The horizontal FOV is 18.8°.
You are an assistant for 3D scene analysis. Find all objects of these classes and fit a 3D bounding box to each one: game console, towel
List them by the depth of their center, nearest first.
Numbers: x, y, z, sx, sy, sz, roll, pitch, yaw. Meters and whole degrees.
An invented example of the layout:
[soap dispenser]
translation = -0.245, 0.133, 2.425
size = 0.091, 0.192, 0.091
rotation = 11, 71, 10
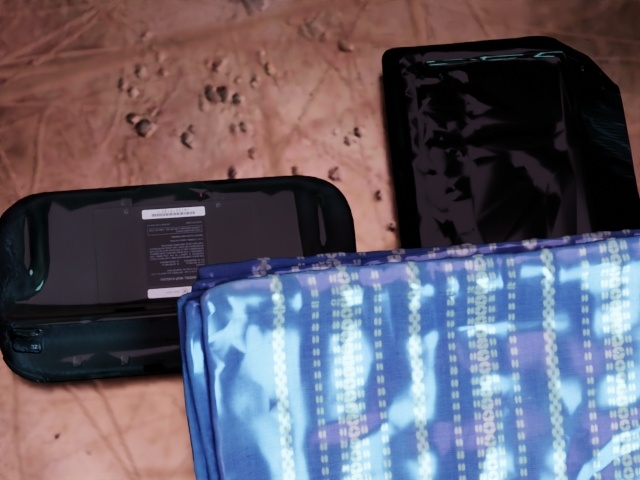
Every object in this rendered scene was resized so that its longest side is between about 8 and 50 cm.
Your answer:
[towel]
translation = 0.101, 0.119, 1.017
size = 0.336, 0.040, 0.243
rotation = -6, 94, -4
[game console]
translation = 0.000, 0.000, 1.071
size = 0.361, 0.044, 0.213
rotation = -4, 77, -5
